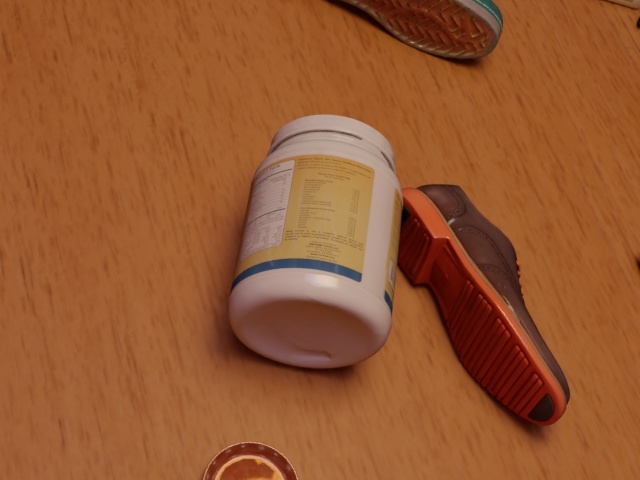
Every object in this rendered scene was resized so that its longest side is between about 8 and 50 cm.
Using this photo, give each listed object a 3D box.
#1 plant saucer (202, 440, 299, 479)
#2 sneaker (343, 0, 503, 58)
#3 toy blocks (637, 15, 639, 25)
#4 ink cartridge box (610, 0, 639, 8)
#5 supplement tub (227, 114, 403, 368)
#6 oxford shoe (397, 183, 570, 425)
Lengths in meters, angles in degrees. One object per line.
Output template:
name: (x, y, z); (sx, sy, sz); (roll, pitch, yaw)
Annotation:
plant saucer: (-0.059, 0.211, 0.898); (0.083, 0.013, 0.083); (6, 57, -9)
sneaker: (0.084, -0.320, 1.218); (0.302, 0.108, 0.121); (29, 60, 7)
toy blocks: (0.602, -0.364, 1.281); (0.309, 0.260, 0.289); (24, 56, 2)
ink cartridge box: (0.338, -0.413, 1.376); (0.181, 0.056, 0.225); (15, 57, -4)
supplement tub: (0.000, 0.000, 0.969); (0.144, 0.144, 0.200); (12, 56, -6)
oxford shoe: (0.166, 0.047, 1.012); (0.098, 0.097, 0.271); (-17, 63, -29)
